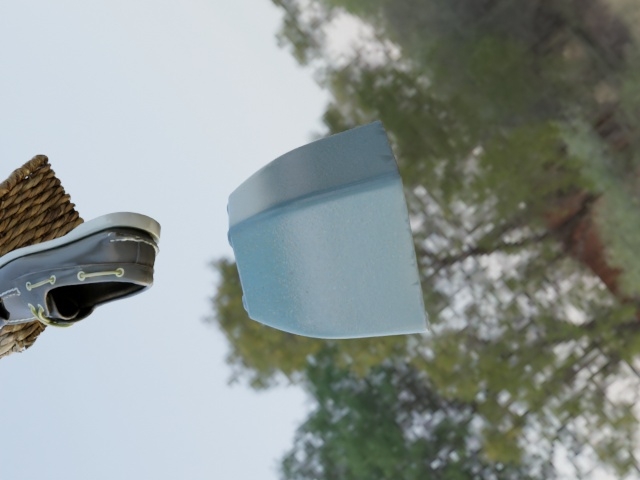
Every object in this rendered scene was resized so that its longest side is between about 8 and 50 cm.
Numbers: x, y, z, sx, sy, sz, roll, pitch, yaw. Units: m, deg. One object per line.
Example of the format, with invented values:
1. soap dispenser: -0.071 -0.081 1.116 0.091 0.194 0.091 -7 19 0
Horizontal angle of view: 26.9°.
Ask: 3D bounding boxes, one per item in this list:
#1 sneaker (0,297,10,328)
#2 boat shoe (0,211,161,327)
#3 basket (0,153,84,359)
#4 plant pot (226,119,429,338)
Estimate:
1. sneaker: -0.400 0.068 1.609 0.083 0.035 0.031 57 -140 -13
2. boat shoe: -0.322 0.055 1.687 0.109 0.305 0.091 26 -128 -45
3. basket: -0.510 0.037 2.073 0.223 0.213 0.299 60 -148 -17
4. plant pot: 0.000 0.000 1.930 0.247 0.252 0.248 -102 0 -67
